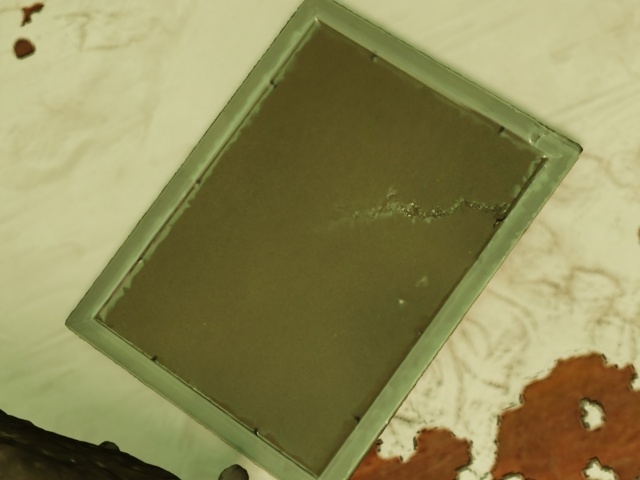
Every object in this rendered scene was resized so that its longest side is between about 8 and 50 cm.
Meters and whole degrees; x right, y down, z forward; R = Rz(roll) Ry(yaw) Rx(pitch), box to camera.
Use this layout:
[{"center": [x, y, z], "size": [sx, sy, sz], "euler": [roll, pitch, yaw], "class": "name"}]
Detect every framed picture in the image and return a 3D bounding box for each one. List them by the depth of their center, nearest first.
[{"center": [0.000, 0.000, 1.195], "size": [0.231, 0.018, 0.293], "euler": [34, 83, 21], "class": "framed picture"}]

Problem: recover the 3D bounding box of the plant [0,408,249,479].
[{"center": [-0.165, 0.197, 1.038], "size": [0.188, 0.276, 0.199], "euler": [20, 87, 23], "class": "plant"}]
